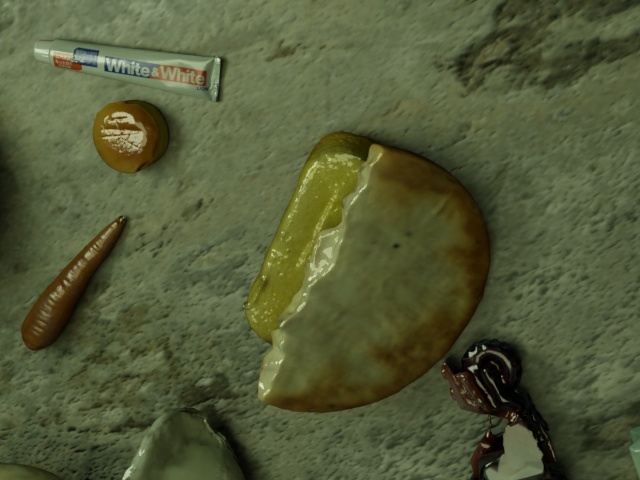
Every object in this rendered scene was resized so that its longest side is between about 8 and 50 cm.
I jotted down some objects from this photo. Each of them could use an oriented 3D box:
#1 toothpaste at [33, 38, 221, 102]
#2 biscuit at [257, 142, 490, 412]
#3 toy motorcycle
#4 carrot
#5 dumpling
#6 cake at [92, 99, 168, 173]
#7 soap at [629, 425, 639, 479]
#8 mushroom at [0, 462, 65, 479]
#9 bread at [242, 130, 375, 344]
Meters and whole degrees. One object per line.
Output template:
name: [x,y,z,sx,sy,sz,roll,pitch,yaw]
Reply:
toothpaste: [-0.215,-0.197,1.096,0.218,0.033,0.052,11,113,10]
biscuit: [0.069,0.055,1.019,0.204,0.040,0.309,15,113,-25]
toy motorcycle: [0.187,0.215,1.058,0.118,0.084,0.212,-22,90,24]
carrot: [-0.298,0.050,1.189,0.048,0.048,0.216,40,108,4]
dumpling: [-0.173,0.321,1.158,0.142,0.172,0.247,-1,107,33]
cake: [-0.214,-0.118,1.110,0.084,0.044,0.084,5,105,18]
soap: [0.406,0.279,1.013,0.119,0.066,0.198,-18,100,24]
mushroom: [-0.360,0.432,1.163,0.325,0.353,0.353,-35,93,20]
bread: [0.000,0.000,1.051,0.102,0.094,0.245,23,112,0]
